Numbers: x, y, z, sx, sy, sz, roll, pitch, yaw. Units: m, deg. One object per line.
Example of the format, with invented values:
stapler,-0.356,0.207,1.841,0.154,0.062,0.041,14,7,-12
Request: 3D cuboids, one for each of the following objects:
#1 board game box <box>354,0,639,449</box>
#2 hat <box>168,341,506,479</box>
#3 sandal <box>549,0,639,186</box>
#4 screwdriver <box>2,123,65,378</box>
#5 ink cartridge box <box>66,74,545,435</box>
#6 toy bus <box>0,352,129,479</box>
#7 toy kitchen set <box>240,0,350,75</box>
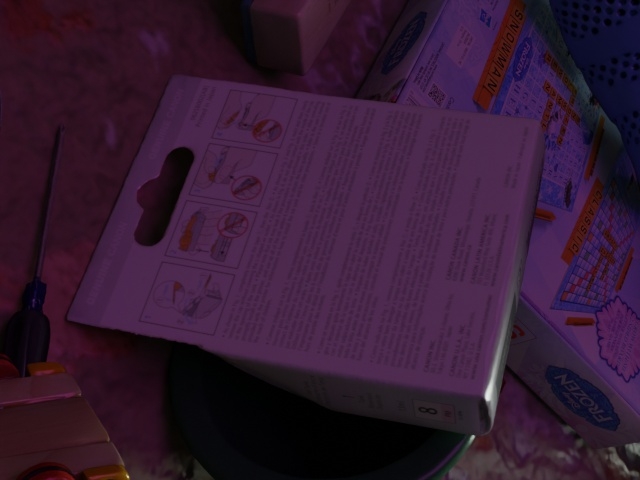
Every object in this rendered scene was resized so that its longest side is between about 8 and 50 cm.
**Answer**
board game box,0.177,-0.061,0.896,0.318,0.066,0.319,44,51,-20
hat,0.022,0.120,0.726,0.208,0.183,0.173,0,56,3
sandal,0.273,-0.083,0.862,0.317,0.126,0.138,50,52,-14
screwdriver,-0.149,0.011,0.627,0.025,0.024,0.170,55,32,-52
ink cartridge box,0.000,0.000,0.669,0.066,0.232,0.189,72,29,-53
toy bus,-0.184,0.121,0.491,0.202,0.104,0.191,17,25,10
toy kitchen set,-0.068,-0.236,0.738,0.207,0.166,0.122,86,26,-49
